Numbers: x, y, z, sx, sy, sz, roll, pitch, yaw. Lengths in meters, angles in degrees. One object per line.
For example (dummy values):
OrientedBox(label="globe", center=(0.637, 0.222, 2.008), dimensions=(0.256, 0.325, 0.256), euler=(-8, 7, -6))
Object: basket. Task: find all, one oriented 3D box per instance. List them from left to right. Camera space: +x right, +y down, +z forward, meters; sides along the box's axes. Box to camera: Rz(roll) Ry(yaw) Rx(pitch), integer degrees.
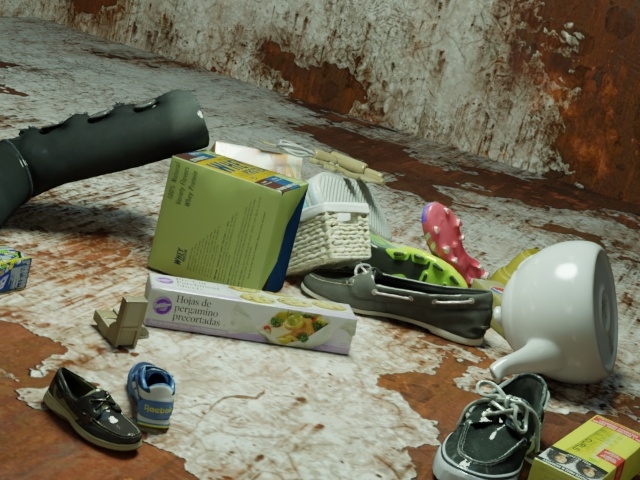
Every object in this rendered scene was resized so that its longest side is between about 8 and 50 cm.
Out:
OrientedBox(label="basket", center=(0.000, 0.000, 1.999), dimensions=(0.113, 0.103, 0.167), euler=(0, -12, -43))

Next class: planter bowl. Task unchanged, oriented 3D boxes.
OrientedBox(label="planter bowl", center=(0.453, 0.074, 2.278), dimensions=(0.217, 0.090, 0.217), euler=(13, 15, -4))

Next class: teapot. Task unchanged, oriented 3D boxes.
OrientedBox(label="teapot", center=(0.381, 0.117, 1.857), dimensions=(0.187, 0.252, 0.256), euler=(-4, -12, 26))

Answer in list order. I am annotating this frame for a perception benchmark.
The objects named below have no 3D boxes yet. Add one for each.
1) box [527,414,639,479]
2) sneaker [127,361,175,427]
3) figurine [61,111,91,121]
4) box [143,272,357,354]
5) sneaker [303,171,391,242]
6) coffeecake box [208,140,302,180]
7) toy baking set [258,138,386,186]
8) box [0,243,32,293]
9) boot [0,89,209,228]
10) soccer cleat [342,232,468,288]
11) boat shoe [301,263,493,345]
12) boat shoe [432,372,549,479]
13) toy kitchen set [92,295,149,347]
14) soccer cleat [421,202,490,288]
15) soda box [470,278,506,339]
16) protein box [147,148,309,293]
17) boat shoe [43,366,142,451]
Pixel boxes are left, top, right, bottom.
OrientedBox(label="box", center=(0.356, 0.298, 1.481), dimensions=(0.087, 0.058, 0.232), euler=(23, 18, 30))
OrientedBox(label="sneaker", center=(-0.207, 0.179, 1.397), dimensions=(0.053, 0.059, 0.144), euler=(6, 17, -20))
OrientedBox(label="figurine", center=(-0.501, -0.250, 2.580), dimensions=(0.210, 0.092, 0.215), euler=(9, 15, -3))
OrientedBox(label="box", center=(-0.106, 0.112, 1.705), dimensions=(0.324, 0.063, 0.067), euler=(10, 15, -14))
OrientedBox(label="sneaker", center=(0.018, -0.048, 2.256), dimensions=(0.150, 0.135, 0.366), euler=(-22, -21, 22))
OrientedBox(label="coffeecake box", center=(-0.139, -0.111, 2.285), dimensions=(0.186, 0.142, 0.068), euler=(9, -17, -16))
OrientedBox(label="toy baking set", center=(0.010, -0.167, 2.270), dimensions=(0.256, 0.030, 0.197), euler=(24, 8, 25))
OrientedBox(label="box", center=(-0.496, 0.049, 1.600), dimensions=(0.059, 0.054, 0.169), euler=(22, 17, 25))
OrientedBox(label="boot", center=(-0.397, -0.131, 1.871), dimensions=(0.445, 0.146, 0.367), euler=(-12, 23, -14))
OrientedBox(label="soccer cleat", center=(0.154, 0.045, 2.114), dimensions=(0.289, 0.093, 0.121), euler=(20, 14, 21))
OrientedBox(label="boat shoe", center=(0.137, 0.087, 1.945), dimensions=(0.335, 0.095, 0.112), euler=(16, 16, 7))
OrientedBox(label="boat shoe", center=(0.239, 0.246, 1.472), dimensions=(0.113, 0.105, 0.306), euler=(22, 17, 26))
OrientedBox(label="toy kitchen set", center=(-0.267, 0.101, 1.581), dimensions=(0.068, 0.075, 0.083), euler=(4, 23, -37))
OrientedBox(label="soccer cleat", center=(0.235, 0.019, 2.123), dimensions=(0.095, 0.083, 0.248), euler=(7, -32, 41))
OrientedBox(label="soda box", center=(0.338, 0.130, 2.042), dimensions=(0.061, 0.058, 0.181), euler=(7, 17, -24))
OrientedBox(label="protein box", center=(-0.155, -0.027, 1.892), dimensions=(0.201, 0.199, 0.136), euler=(19, 15, 15))
OrientedBox(label="boat shoe", center=(-0.266, 0.196, 1.305), dimensions=(0.152, 0.049, 0.056), euler=(24, 18, 30))
